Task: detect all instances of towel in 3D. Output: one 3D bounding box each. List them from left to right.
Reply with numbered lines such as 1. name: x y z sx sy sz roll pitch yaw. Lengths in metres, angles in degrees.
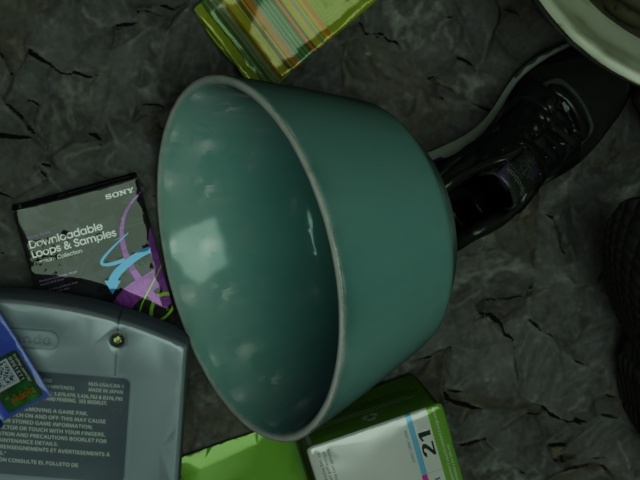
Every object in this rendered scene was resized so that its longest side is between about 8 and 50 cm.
1. towel: 0.007 -0.240 1.462 0.237 0.021 0.102 -40 108 -1

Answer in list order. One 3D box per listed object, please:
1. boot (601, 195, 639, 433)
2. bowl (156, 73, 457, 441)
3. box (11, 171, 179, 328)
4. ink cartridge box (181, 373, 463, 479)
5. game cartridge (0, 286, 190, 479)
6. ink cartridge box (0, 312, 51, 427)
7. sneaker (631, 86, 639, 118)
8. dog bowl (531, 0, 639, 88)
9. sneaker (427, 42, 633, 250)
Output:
1. boot: 0.386 0.048 1.522 0.223 0.118 0.338 -22 140 -7
2. bowl: 0.000 0.000 1.398 0.163 0.311 0.311 -14 106 -30
3. box: -0.199 0.031 1.477 0.116 0.029 0.162 -16 104 -8
4. ink cartridge box: 0.005 0.261 1.537 0.255 0.097 0.188 -19 106 -8
5. game cartridge: -0.267 0.141 1.452 0.297 0.062 0.198 5 99 -2
6. ink cartridge box: -0.407 0.134 1.393 0.311 0.065 0.186 -28 99 9
7. sneaker: 0.352 -0.048 1.541 0.106 0.078 0.234 -45 116 3
8. dog bowl: 0.340 -0.299 1.394 0.408 0.150 0.408 0 85 1
9. sneaker: 0.183 -0.071 1.483 0.283 0.124 0.107 -39 108 -1
